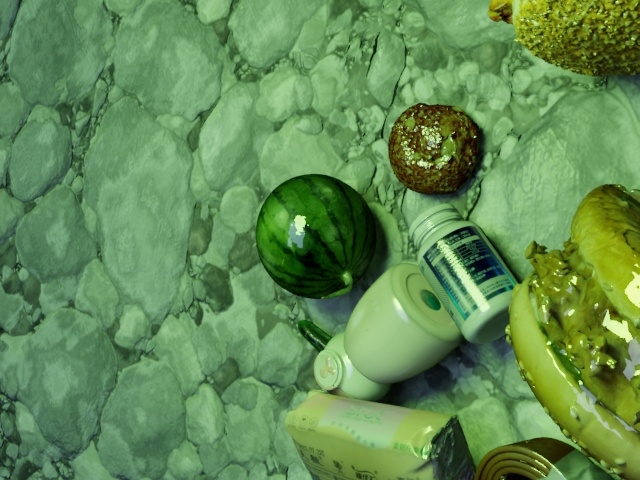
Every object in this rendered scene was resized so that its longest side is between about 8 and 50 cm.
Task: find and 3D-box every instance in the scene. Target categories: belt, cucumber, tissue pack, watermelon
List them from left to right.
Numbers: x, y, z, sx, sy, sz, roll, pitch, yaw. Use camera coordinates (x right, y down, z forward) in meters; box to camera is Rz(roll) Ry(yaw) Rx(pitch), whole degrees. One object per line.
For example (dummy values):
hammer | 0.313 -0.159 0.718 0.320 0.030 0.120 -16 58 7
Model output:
watermelon | 0.000 0.000 1.568 0.214 0.188 0.188 46 115 35
cucumber | 0.025 0.187 1.634 0.036 0.033 0.184 -48 59 4
tissue pack | 0.095 0.326 1.456 0.257 0.123 0.215 2 128 37
belt | 0.314 0.381 1.337 0.184 0.105 0.261 -51 55 28

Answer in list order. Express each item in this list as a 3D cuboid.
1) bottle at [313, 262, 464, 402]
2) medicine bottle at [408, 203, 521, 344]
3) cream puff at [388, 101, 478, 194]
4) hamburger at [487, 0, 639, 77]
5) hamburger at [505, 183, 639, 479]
bottle | 0.088 0.156 1.512 0.236 0.148 0.147 -46 60 30
medicine bottle | 0.205 0.043 1.444 0.107 0.107 0.191 -48 57 27
cream puff | 0.162 -0.139 1.511 0.149 0.084 0.149 -1 88 38
hamburger | 0.366 -0.296 1.235 0.294 0.276 0.179 -4 78 51
hamburger | 0.371 0.133 1.193 0.268 0.287 0.445 -55 52 25
